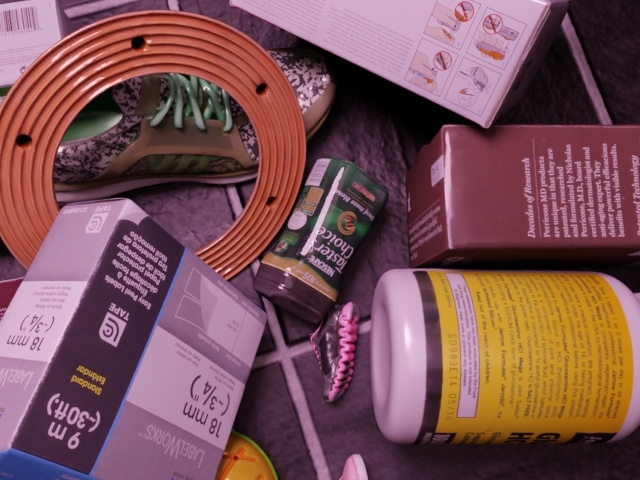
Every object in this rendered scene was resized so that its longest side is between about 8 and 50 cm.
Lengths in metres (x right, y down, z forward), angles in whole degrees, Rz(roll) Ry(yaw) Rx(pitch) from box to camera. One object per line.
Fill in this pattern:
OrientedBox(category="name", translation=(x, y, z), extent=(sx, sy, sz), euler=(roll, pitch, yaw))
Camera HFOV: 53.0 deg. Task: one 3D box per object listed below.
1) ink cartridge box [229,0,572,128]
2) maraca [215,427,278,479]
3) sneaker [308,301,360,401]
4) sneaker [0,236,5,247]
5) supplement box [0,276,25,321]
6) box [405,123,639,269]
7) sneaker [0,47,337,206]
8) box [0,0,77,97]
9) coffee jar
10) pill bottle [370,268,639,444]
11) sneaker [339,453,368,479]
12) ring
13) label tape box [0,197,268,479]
OrientedBox(category="ink cartridge box", translation=(0.108, -0.270, 0.732), extent=(0.309, 0.272, 0.130), euler=(30, 119, 14))
OrientedBox(category="maraca", translation=(-0.119, 0.262, 0.708), extent=(0.127, 0.099, 0.185), euler=(-23, 61, -19))
OrientedBox(category="sneaker", translation=(0.011, 0.131, 0.768), extent=(0.057, 0.047, 0.119), euler=(6, 79, 20))
OrientedBox(category="sneaker", translation=(-0.472, -0.027, 0.736), extent=(0.228, 0.087, 0.130), euler=(-22, 81, -10))
OrientedBox(category="supplement box", translation=(-0.364, 0.170, 0.716), extent=(0.130, 0.073, 0.239), euler=(-9, 83, -6))
OrientedBox(category="box", translation=(0.303, -0.042, 0.734), extent=(0.382, 0.191, 0.143), euler=(1, 81, -3))
OrientedBox(category="sneaker", translation=(-0.172, -0.142, 0.723), extent=(0.411, 0.182, 0.158), euler=(-17, 82, -7))
OrientedBox(category="box", translation=(-0.347, -0.220, 0.772), extent=(0.101, 0.087, 0.101), euler=(-11, 83, -5))
OrientedBox(category="coffee jar", translation=(0.000, 0.000, 0.756), extent=(0.096, 0.079, 0.184), euler=(34, 79, -33))
OrientedBox(category="pill bottle", translation=(0.230, 0.126, 0.704), extent=(0.334, 0.188, 0.187), euler=(1, 81, -3))
OrientedBox(category="sneaker", translation=(0.018, 0.313, 0.729), extent=(0.070, 0.051, 0.134), euler=(3, 85, -9))
OrientedBox(category="ring", translation=(-0.169, -0.074, 0.683), extent=(0.337, 0.336, 0.032), euler=(-35, 41, -8))
OrientedBox(category="label tape box", translation=(-0.195, 0.166, 0.597), extent=(0.106, 0.240, 0.333), euler=(-2, 58, 32))
